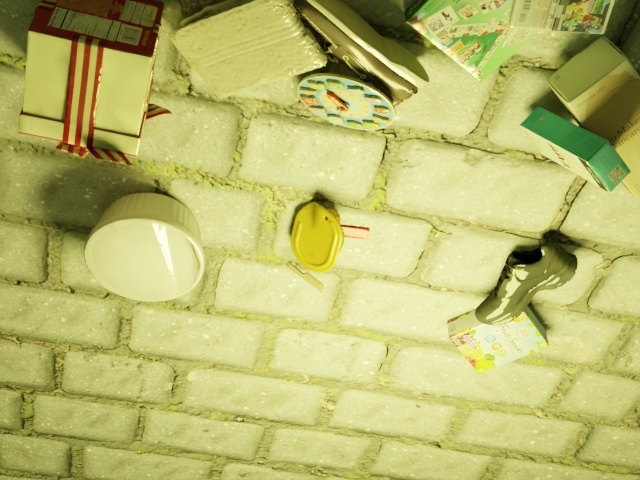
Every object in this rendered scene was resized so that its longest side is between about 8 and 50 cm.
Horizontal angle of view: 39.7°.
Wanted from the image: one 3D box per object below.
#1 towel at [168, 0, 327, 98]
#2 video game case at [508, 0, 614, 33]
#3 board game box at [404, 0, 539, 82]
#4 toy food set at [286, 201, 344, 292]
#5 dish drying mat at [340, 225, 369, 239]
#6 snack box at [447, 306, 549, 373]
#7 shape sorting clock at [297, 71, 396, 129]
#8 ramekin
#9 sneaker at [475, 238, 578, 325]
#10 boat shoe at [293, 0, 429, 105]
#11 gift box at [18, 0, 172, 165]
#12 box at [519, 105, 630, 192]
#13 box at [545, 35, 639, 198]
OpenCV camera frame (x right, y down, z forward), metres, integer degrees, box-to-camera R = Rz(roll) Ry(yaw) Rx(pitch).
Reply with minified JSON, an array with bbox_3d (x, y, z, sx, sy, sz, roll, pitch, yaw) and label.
[{"bbox_3d":[-0.141,-0.379,1.713,0.282,0.049,0.187,-9,136,34],"label":"towel"},{"bbox_3d":[0.455,-0.476,1.620,0.184,0.023,0.201,3,132,-3],"label":"video game case"},{"bbox_3d":[0.344,-0.467,1.673,0.213,0.046,0.317,32,125,-27],"label":"board game box"},{"bbox_3d":[0.000,0.000,2.097,0.128,0.071,0.217,30,128,18],"label":"toy food set"},{"bbox_3d":[0.074,-0.020,2.114,0.083,0.008,0.032,7,130,-4],"label":"dish drying mat"},{"bbox_3d":[0.462,0.243,2.313,0.207,0.070,0.174,-28,126,21],"label":"snack box"},{"bbox_3d":[0.051,-0.275,1.789,0.206,0.040,0.206,19,164,6],"label":"shape sorting clock"},{"bbox_3d":[-0.400,0.008,2.062,0.273,0.127,0.272,1,132,1],"label":"ramekin"},{"bbox_3d":[0.479,0.094,2.166,0.130,0.109,0.286,39,113,-22],"label":"sneaker"},{"bbox_3d":[0.067,-0.372,1.720,0.324,0.116,0.097,30,125,-30],"label":"boat shoe"},{"bbox_3d":[-0.415,-0.306,1.689,0.276,0.255,0.258,15,129,-8],"label":"gift box"},{"bbox_3d":[0.509,-0.188,1.795,0.060,0.244,0.100,-46,122,3],"label":"box"},{"bbox_3d":[0.610,-0.247,1.808,0.148,0.121,0.311,-39,123,16],"label":"box"}]
